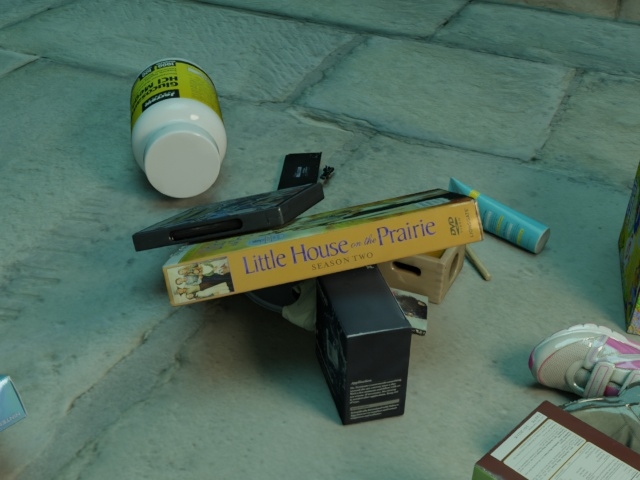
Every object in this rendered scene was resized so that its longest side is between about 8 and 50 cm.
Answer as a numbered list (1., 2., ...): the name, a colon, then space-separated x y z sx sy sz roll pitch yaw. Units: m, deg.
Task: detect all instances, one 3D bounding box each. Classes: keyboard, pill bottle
1. keyboard: -0.027 -0.133 1.690 0.108 0.023 0.180 -2 33 6
2. pill bottle: -0.288 -0.228 1.671 0.187 0.188 0.334 -5 33 -11

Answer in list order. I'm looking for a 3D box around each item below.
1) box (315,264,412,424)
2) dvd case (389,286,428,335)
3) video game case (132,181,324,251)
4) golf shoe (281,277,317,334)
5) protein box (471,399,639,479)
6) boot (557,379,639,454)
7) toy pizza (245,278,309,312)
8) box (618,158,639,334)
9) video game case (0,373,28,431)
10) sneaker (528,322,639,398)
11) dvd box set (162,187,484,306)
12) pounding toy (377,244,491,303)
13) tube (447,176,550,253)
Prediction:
1. box: 0.054 0.139 1.142 0.093 0.158 0.156 -7 33 -13
2. dvd case: 0.111 0.106 1.310 0.119 0.013 0.087 13 35 1
3. video game case: -0.143 -0.043 1.383 0.248 0.035 0.275 -10 9 15
4. golf shoe: 0.000 0.070 1.284 0.086 0.069 0.176 13 36 17
5. protein box: 0.264 0.314 0.838 0.201 0.200 0.136 29 42 36
6. boot: 0.365 0.271 1.010 0.246 0.083 0.161 -20 59 5
7. toy pizza: -0.038 0.063 1.370 0.201 0.032 0.201 4 36 -3
8. box: 0.598 -0.034 1.314 0.177 0.290 0.279 9 34 11
9. video game case: -0.522 0.234 0.970 0.244 0.061 0.269 -1 22 47
10. sneaker: 0.414 0.191 1.129 0.252 0.103 0.111 6 31 8
11. dvd box set: 0.000 0.000 1.214 0.420 0.062 0.307 -12 6 1
12. pounding toy: 0.208 0.009 1.411 0.181 0.094 0.206 16 36 21
13. tube: 0.320 -0.044 1.522 0.207 0.080 0.052 29 36 31
